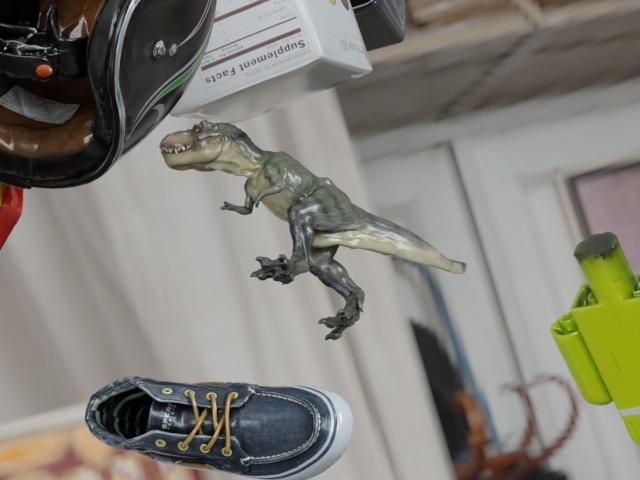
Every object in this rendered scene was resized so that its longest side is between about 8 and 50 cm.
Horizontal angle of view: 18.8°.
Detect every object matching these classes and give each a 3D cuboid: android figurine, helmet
[{"bbox_3d":[0.337,0.102,1.745,0.248,0.273,0.056,-14,29,32],"label":"android figurine"},{"bbox_3d":[-0.129,-0.126,0.974,0.169,0.161,0.169,12,-38,10],"label":"helmet"}]

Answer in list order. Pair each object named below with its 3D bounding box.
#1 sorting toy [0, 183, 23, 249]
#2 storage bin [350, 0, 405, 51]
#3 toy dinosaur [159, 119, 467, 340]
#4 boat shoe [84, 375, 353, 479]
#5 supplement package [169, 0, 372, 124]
[{"bbox_3d":[-0.227,-0.112,1.316,0.089,0.257,0.255,21,-56,-22],"label":"sorting toy"},{"bbox_3d":[0.020,-0.239,1.964,0.135,0.098,0.091,-13,-35,23],"label":"storage bin"},{"bbox_3d":[0.000,0.000,1.451,0.268,0.118,0.064,28,-40,-20],"label":"toy dinosaur"},{"bbox_3d":[-0.070,0.123,1.275,0.183,0.065,0.083,-7,-18,40],"label":"boat shoe"},{"bbox_3d":[-0.073,-0.228,1.525,0.134,0.244,0.139,-20,-5,17],"label":"supplement package"}]
